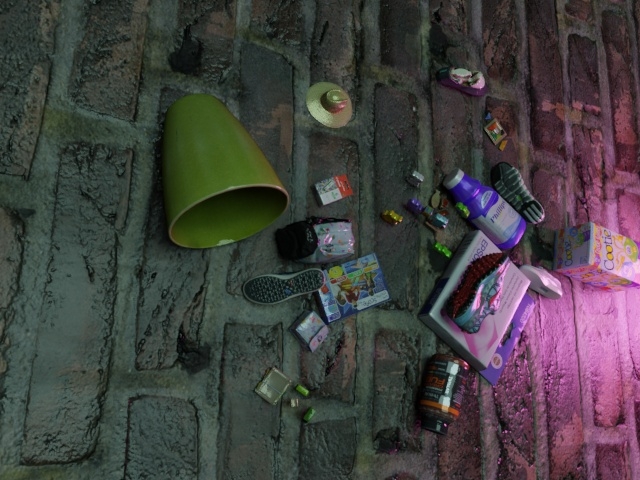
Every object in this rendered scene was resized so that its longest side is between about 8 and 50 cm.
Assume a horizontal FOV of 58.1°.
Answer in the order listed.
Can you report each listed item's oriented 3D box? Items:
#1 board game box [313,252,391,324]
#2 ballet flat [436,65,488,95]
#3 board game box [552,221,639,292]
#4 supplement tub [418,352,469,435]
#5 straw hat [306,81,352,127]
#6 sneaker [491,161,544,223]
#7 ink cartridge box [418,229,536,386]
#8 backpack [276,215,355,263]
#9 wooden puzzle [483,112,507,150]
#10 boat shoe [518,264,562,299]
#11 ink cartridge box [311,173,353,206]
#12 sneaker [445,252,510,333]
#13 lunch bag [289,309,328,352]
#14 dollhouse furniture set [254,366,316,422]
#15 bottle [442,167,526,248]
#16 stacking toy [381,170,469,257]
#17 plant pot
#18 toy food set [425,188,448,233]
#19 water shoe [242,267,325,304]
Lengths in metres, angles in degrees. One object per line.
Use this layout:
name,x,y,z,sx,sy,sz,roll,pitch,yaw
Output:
board game box,0.078,0.125,1.509,0.201,0.035,0.136,-17,87,-28
ballet flat,0.462,-0.505,1.811,0.203,0.074,0.074,8,76,-25
board game box,0.911,0.058,1.870,0.275,0.142,0.145,18,72,-22
supplement tub,0.323,0.408,1.529,0.106,0.106,0.198,26,69,-19
straw hat,0.038,-0.384,1.583,0.144,0.061,0.145,6,76,-25
sneaker,0.630,-0.141,1.822,0.132,0.086,0.229,9,49,-57
ink cartridge box,0.483,0.195,1.675,0.330,0.071,0.324,41,64,-11
backpack,0.000,0.000,1.448,0.181,0.151,0.115,-3,86,-39
wooden puzzle,0.567,-0.352,1.861,0.116,0.014,0.079,46,64,-10
boat shoe,0.686,0.116,1.795,0.184,0.066,0.063,29,54,-15
ink cartridge box,0.037,-0.138,1.547,0.115,0.029,0.063,-23,89,-28
sneaker,0.445,0.146,1.590,0.262,0.104,0.125,-48,117,-20
lunch bag,-0.023,0.225,1.429,0.071,0.053,0.083,-44,109,-25
dollhouse furniture set,-0.079,0.375,1.386,0.151,0.059,0.076,35,73,5
bottle,0.487,-0.100,1.723,0.282,0.092,0.118,41,66,-13
stacking toy,0.302,-0.073,1.633,0.221,0.052,0.167,34,67,-3
plant pot,-0.247,-0.176,1.306,0.274,0.275,0.294,-11,69,-28
toy food set,0.343,-0.082,1.692,0.077,0.019,0.122,35,62,-16
water shoe,-0.087,0.114,1.414,0.202,0.080,0.073,-8,87,-2
